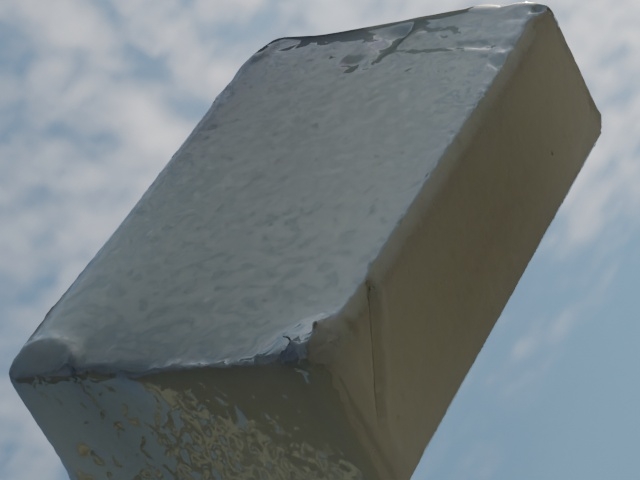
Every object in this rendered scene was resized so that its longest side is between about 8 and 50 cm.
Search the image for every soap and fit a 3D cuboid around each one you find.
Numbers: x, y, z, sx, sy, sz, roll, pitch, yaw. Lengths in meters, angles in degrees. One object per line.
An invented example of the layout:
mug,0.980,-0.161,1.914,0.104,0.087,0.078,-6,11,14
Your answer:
soap,0.000,0.000,0.567,0.183,0.121,0.064,-55,-52,-42
